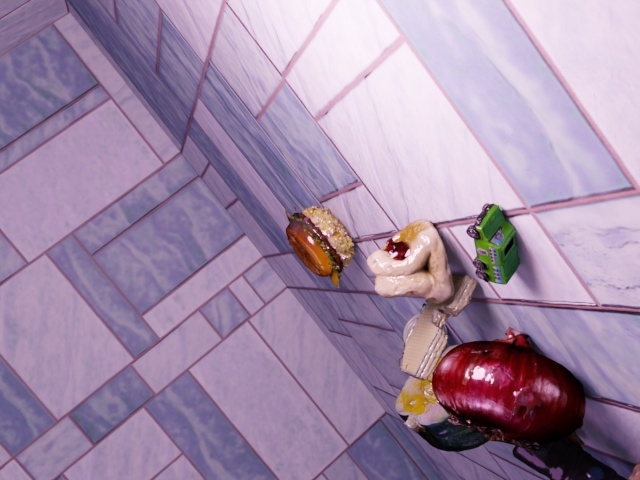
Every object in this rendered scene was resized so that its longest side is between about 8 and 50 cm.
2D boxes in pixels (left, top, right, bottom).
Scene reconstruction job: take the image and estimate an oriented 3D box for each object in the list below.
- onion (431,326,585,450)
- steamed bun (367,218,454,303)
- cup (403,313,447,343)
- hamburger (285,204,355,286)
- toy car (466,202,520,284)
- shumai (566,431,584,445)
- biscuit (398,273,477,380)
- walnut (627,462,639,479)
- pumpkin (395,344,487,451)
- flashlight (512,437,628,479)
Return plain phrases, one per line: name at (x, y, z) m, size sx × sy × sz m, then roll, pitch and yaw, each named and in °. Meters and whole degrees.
onion at (0.383, 0.293, 1.351) m, size 0.314 × 0.232 × 0.314 m, roll 17°, pitch 173°, yaw 2°
steamed bun at (0.182, 0.056, 1.406) m, size 0.141 × 0.155 × 0.172 m, roll -119°, pitch 13°, yaw -72°
cup at (0.279, 0.253, 1.827) m, size 0.120 × 0.120 × 0.141 m, roll 51°, pitch 180°, yaw -2°
hamburger at (0.000, 0.000, 1.970) m, size 0.262 × 0.139 × 0.243 m, roll 36°, pitch 158°, yaw 45°
toy car at (0.305, 0.008, 1.165) m, size 0.063 × 0.071 × 0.165 m, roll 21°, pitch 151°, yaw 36°
shumai at (0.520, 0.445, 1.533) m, size 0.139 × 0.123 × 0.105 m, roll 62°, pitch 158°, yaw 12°
biscuit at (0.249, 0.184, 1.447) m, size 0.046 × 0.250 × 0.147 m, roll 33°, pitch 168°, yaw -9°
walnut at (0.617, 0.466, 1.110) m, size 0.224 × 0.224 × 0.224 m, roll 47°, pitch 166°, yaw 15°
pumpkin at (0.357, 0.429, 1.711) m, size 0.197 × 0.263 × 0.293 m, roll 47°, pitch 168°, yaw -13°
flashlight at (0.599, 0.520, 1.369) m, size 0.424 × 0.103 × 0.103 m, roll 30°, pitch 157°, yaw 32°
